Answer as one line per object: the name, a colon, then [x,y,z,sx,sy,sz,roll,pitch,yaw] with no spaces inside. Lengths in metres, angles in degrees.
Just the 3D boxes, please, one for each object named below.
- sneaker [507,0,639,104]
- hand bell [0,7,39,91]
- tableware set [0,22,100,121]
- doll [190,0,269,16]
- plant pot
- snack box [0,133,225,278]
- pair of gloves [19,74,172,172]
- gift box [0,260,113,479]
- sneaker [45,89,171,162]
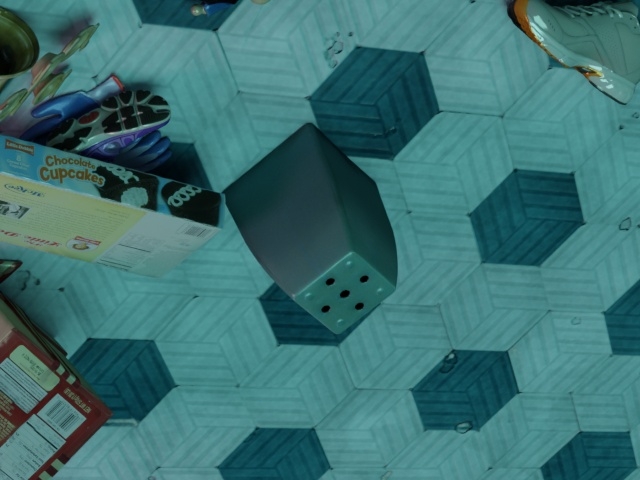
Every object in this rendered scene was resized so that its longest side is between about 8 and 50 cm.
sneaker: [0.361,-0.289,2.171,0.262,0.099,0.121,24,110,-42]
hand bell: [-0.439,-0.165,1.998,0.126,0.126,0.242,6,138,-23]
tableware set: [-0.336,-0.198,1.969,0.020,0.168,0.141,44,125,-1]
doll: [-0.135,-0.335,1.981,0.189,0.046,0.129,20,120,-31]
plant pot: [0.000,0.000,2.177,0.166,0.234,0.165,-38,130,14]
snack box: [-0.309,-0.039,2.103,0.322,0.060,0.187,15,150,-29]
pair of gloves: [-0.290,-0.123,2.117,0.159,0.023,0.198,-30,130,7]
gift box: [-0.446,0.187,2.170,0.276,0.258,0.255,-42,130,-9]
sneaker: [-0.268,-0.138,2.070,0.170,0.068,0.071,-21,144,8]
